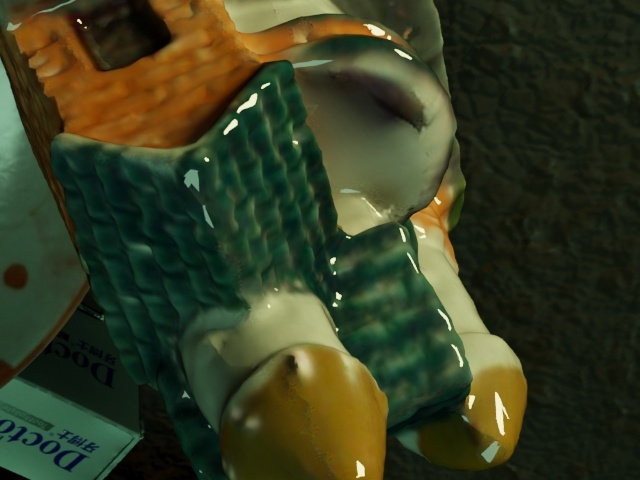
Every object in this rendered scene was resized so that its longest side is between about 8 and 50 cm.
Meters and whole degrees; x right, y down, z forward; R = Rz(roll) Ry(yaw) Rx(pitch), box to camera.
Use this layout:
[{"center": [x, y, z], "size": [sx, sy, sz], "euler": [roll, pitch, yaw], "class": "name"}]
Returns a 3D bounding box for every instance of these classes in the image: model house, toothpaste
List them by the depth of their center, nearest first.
[{"center": [0.000, 0.000, 0.779], "size": [0.190, 0.301, 0.271], "euler": [-20, 128, -7], "class": "model house"}, {"center": [-0.233, 0.029, 0.957], "size": [0.313, 0.089, 0.071], "euler": [29, 119, -26], "class": "toothpaste"}]

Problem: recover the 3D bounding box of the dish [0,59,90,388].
[{"center": [-0.208, -0.042, 0.850], "size": [0.260, 0.085, 0.260], "euler": [-19, 121, -37], "class": "dish"}]
